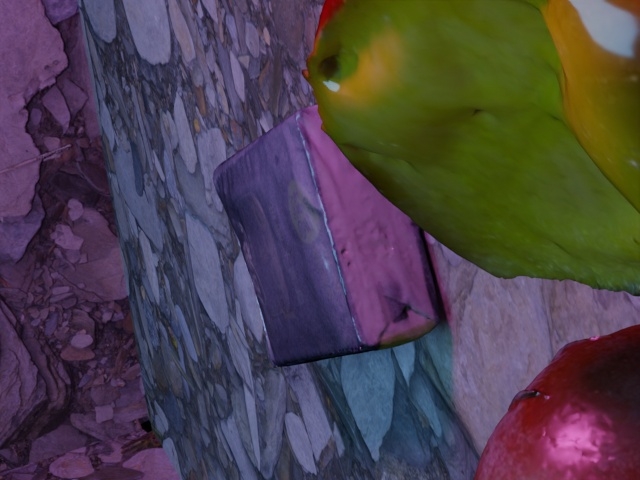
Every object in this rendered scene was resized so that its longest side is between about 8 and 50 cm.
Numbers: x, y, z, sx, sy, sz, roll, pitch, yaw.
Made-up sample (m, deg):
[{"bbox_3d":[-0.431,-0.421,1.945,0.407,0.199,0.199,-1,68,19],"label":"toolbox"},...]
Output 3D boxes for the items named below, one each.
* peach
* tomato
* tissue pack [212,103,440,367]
[{"bbox_3d":[0.172,-0.118,0.865,0.306,0.242,0.380,42,166,-21],"label":"peach"},{"bbox_3d":[0.241,0.196,1.136,0.265,0.265,0.265,164,90,-72],"label":"tomato"},{"bbox_3d":[0.000,0.000,1.900,0.394,0.124,0.288,159,96,-72],"label":"tissue pack"}]
